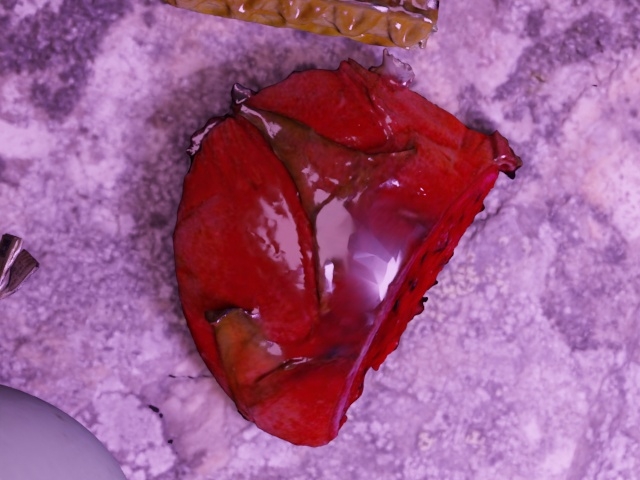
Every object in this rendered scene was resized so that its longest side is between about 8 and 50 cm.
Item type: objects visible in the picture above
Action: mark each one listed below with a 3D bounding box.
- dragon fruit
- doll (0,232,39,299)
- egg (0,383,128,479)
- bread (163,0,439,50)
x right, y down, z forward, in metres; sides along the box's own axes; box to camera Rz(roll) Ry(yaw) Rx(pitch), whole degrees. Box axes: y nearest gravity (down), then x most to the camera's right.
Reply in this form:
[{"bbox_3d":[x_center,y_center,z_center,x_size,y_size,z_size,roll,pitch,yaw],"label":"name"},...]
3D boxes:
[{"bbox_3d":[0.000,0.000,1.692,0.282,0.100,0.343,32,90,-18],"label":"dragon fruit"},{"bbox_3d":[-0.333,0.073,1.633,0.221,0.115,0.105,-22,90,-16],"label":"doll"},{"bbox_3d":[-0.300,0.245,1.538,0.389,0.276,0.276,19,92,-56],"label":"egg"},{"bbox_3d":[-0.025,-0.230,1.676,0.269,0.098,0.087,9,53,-13],"label":"bread"}]
